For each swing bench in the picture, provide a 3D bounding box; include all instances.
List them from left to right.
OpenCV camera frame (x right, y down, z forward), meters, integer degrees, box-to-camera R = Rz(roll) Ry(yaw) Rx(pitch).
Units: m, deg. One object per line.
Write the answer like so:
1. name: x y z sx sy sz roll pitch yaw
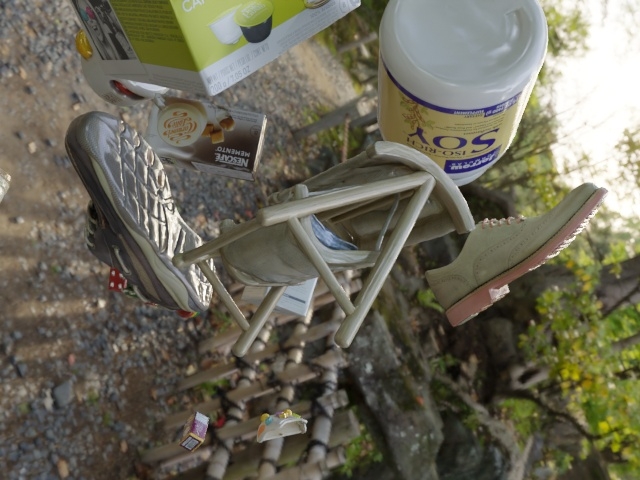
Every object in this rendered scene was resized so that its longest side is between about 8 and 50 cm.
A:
1. swing bench: 0.000 0.000 0.865 0.254 0.253 0.165 -38 100 -34

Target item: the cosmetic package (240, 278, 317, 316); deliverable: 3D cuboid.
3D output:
1. cosmetic package: -0.104 0.085 2.011 0.138 0.225 0.224 23 -13 -19

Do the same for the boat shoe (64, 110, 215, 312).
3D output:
1. boat shoe: -0.270 -0.016 0.996 0.132 0.130 0.356 -83 158 -47

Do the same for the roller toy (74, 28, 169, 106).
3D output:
1. roller toy: -0.444 -0.410 1.631 0.209 0.146 0.191 -35 111 -49

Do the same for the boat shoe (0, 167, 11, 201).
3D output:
1. boat shoe: -0.714 -0.076 1.285 0.121 0.340 0.110 43 50 -50

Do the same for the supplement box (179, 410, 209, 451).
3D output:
1. supplement box: -0.326 0.493 1.833 0.043 0.055 0.083 36 27 -17

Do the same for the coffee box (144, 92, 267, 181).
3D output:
1. coffee box: -0.252 -0.225 1.573 0.098 0.246 0.141 101 0 -82

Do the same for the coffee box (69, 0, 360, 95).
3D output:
1. coffee box: -0.202 -0.471 1.132 0.338 0.337 0.335 22 -39 44

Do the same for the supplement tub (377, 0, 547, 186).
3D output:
1. supplement tub: 0.211 -0.245 1.140 0.331 0.240 0.241 79 -7 -69

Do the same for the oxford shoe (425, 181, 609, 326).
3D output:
1. oxford shoe: 0.368 0.003 1.378 0.147 0.397 0.140 55 22 16

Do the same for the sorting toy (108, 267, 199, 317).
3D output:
1. sorting toy: -0.332 0.055 1.349 0.046 0.274 0.133 3 97 -54

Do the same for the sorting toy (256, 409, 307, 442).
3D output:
1. sorting toy: -0.058 0.304 1.175 0.075 0.083 0.045 -33 -115 62
